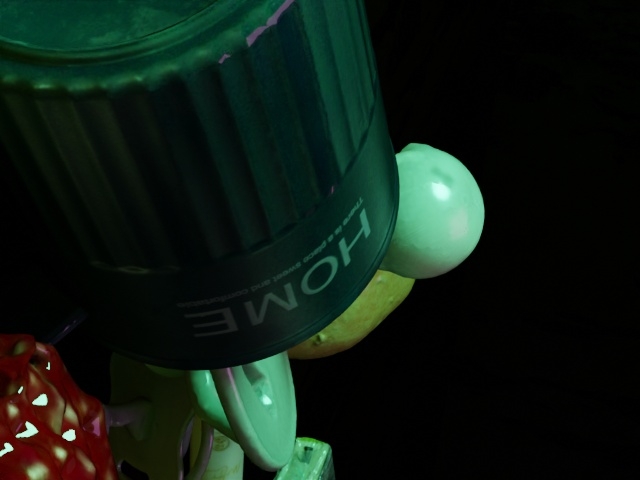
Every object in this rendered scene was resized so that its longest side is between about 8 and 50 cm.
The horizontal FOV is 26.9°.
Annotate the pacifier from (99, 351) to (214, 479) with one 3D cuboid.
[{"bbox_3d":[-0.150,0.146,1.060,0.116,0.126,0.150,0,113,-52],"label":"pacifier"}]

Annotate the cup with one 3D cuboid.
[{"bbox_3d":[-0.114,-0.087,0.750,0.292,0.307,0.242,78,-3,-61],"label":"cup"}]

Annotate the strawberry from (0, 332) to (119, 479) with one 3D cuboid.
[{"bbox_3d":[-0.196,0.202,0.625,0.317,0.295,0.345,45,30,-37],"label":"strawberry"}]

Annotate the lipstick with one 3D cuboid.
[{"bbox_3d":[-0.106,0.200,1.373,0.059,0.059,0.264,-60,161,-49],"label":"lipstick"}]

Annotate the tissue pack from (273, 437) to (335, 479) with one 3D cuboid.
[{"bbox_3d":[-0.033,0.397,1.858,0.235,0.073,0.173,84,25,-55],"label":"tissue pack"}]

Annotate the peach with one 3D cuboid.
[{"bbox_3d":[0.000,0.000,1.261,0.232,0.232,0.233,15,90,-77],"label":"peach"}]

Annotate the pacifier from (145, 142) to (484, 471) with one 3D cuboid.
[{"bbox_3d":[-0.008,0.005,1.014,0.288,0.269,0.343,67,16,-58],"label":"pacifier"}]
